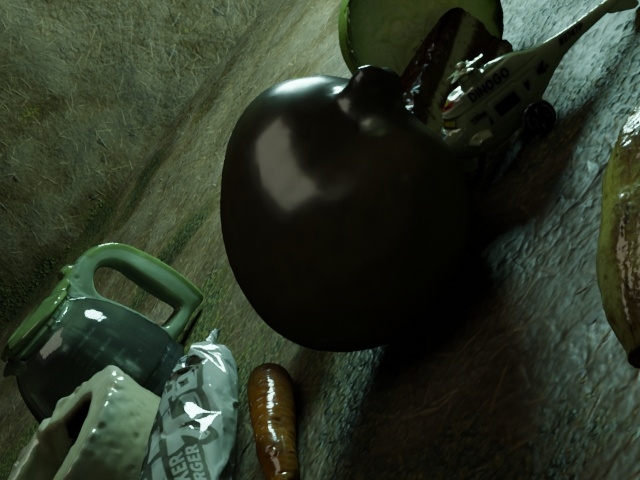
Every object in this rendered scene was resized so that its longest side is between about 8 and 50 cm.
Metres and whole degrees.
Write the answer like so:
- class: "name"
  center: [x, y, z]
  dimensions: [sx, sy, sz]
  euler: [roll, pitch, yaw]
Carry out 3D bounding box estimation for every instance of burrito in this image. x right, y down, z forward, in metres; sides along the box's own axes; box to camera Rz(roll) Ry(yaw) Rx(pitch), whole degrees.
- class: "burrito"
  center: [-0.154, 0.258, 1.316]
  dimensions: [0.139, 0.101, 0.445]
  euler: [-51, 19, 27]

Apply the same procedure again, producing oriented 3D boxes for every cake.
- class: "cake"
  center: [0.131, -0.156, 1.340]
  dimensions: [0.135, 0.112, 0.246]
  euler: [-38, 23, 47]

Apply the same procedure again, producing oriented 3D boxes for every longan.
- class: "longan"
  center: [0.026, -0.037, 1.137]
  dimensions: [0.243, 0.300, 0.300]
  euler: [-11, -21, -47]

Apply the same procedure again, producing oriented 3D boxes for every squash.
- class: "squash"
  center: [0.112, -0.268, 1.420]
  dimensions: [0.220, 0.220, 0.133]
  euler: [-57, 21, -11]

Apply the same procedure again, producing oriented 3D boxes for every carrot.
- class: "carrot"
  center: [-0.049, 0.207, 1.222]
  dimensions: [0.059, 0.059, 0.248]
  euler: [-49, 21, 15]

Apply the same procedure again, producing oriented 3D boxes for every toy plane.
- class: "toy plane"
  center: [0.226, -0.186, 1.182]
  dimensions: [0.286, 0.108, 0.092]
  euler: [-38, 21, 8]

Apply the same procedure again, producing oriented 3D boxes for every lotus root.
- class: "lotus root"
  center: [0.257, -0.028, 0.808]
  dimensions: [0.110, 0.097, 0.258]
  euler: [-30, 33, 46]

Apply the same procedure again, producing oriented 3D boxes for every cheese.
- class: "cheese"
  center: [-0.320, 0.340, 1.502]
  dimensions: [0.332, 0.153, 0.292]
  euler: [-37, 24, 38]

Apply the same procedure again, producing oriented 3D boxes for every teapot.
- class: "teapot"
  center: [-0.338, 0.160, 1.731]
  dimensions: [0.322, 0.239, 0.239]
  euler: [-49, 13, -5]
